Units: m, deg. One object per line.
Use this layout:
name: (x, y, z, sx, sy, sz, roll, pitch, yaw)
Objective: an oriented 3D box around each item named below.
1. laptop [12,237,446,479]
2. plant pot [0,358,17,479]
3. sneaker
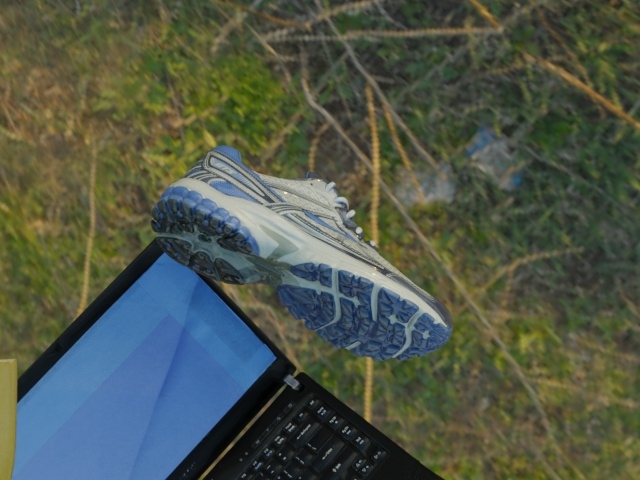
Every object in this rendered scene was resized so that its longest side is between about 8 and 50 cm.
laptop: (-0.083, 0.170, 0.910, 0.234, 0.264, 0.136, -47, 146, -12)
plant pot: (-0.186, 0.103, 0.588, 0.081, 0.081, 0.083, -1, 76, -36)
sneaker: (0.000, 0.000, 0.547, 0.135, 0.058, 0.052, 29, 143, -3)
